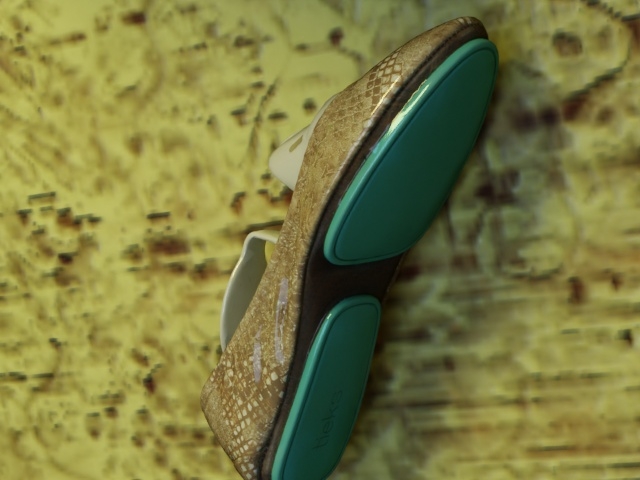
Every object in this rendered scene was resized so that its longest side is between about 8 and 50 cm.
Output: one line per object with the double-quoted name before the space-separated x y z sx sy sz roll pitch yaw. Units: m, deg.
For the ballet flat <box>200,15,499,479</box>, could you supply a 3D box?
"ballet flat" 0.000 0.000 0.654 0.067 0.073 0.206 37 113 33
